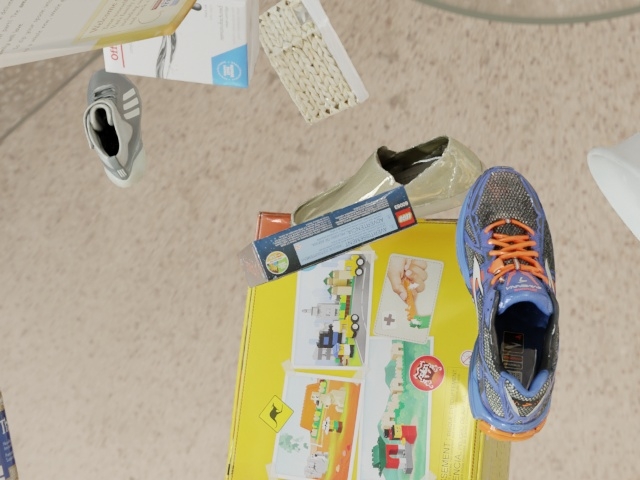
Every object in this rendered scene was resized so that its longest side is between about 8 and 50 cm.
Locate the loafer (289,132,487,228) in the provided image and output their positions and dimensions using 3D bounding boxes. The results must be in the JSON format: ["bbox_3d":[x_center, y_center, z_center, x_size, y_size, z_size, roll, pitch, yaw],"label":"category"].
[{"bbox_3d":[0.076,-0.068,1.591,0.268,0.102,0.092,-21,125,11],"label":"loafer"}]

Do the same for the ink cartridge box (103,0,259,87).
[{"bbox_3d":[-0.152,-0.211,1.192,0.180,0.060,0.104,7,137,6],"label":"ink cartridge box"}]

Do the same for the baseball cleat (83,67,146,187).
[{"bbox_3d":[-0.268,-0.168,1.609,0.072,0.206,0.109,-23,145,0],"label":"baseball cleat"}]

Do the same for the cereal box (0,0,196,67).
[{"bbox_3d":[-0.107,-0.122,0.424,0.173,0.240,0.047,-44,75,40],"label":"cereal box"}]

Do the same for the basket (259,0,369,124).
[{"bbox_3d":[-0.016,-0.267,1.820,0.103,0.113,0.167,-28,135,4],"label":"basket"}]

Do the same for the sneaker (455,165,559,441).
[{"bbox_3d":[0.155,0.041,0.977,0.083,0.221,0.087,-2,159,-6],"label":"sneaker"}]

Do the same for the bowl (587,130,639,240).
[{"bbox_3d":[0.401,-0.018,1.185,0.134,0.298,0.298,-42,103,2],"label":"bowl"}]

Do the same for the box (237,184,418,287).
[{"bbox_3d":[0.000,0.000,1.313,0.159,0.233,0.044,-22,89,-8],"label":"box"}]

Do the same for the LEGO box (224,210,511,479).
[{"bbox_3d":[0.080,0.222,1.805,0.372,0.193,0.500,2,78,22],"label":"LEGO box"}]

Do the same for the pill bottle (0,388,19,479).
[{"bbox_3d":[-0.274,0.141,0.959,0.067,0.067,0.120,-10,93,15],"label":"pill bottle"}]
